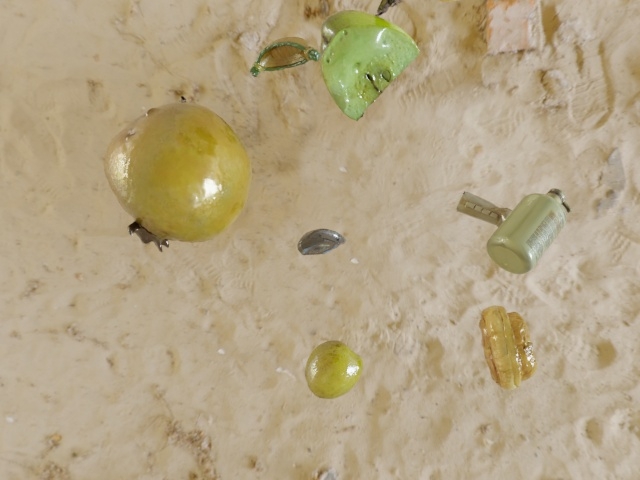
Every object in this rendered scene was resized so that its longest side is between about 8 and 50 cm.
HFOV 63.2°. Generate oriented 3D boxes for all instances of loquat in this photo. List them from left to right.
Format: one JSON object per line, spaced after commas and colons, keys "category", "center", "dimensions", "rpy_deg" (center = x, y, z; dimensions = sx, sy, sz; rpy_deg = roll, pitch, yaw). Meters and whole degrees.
{"category": "loquat", "center": [-0.229, -0.100, 0.839], "dimensions": [0.244, 0.244, 0.244], "rpy_deg": [0, 92, 7]}

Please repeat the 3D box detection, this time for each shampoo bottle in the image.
{"category": "shampoo bottle", "center": [0.338, -0.025, 0.828], "dimensions": [0.079, 0.079, 0.162], "rpy_deg": [43, 69, 4]}

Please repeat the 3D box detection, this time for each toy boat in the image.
{"category": "toy boat", "center": [-0.100, -0.523, 1.483], "dimensions": [0.229, 0.089, 0.088], "rpy_deg": [-5, 59, 29]}

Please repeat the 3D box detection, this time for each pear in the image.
{"category": "pear", "center": [0.033, 0.349, 1.413], "dimensions": [0.162, 0.149, 0.149], "rpy_deg": [-40, 87, -2]}
{"category": "pear", "center": [0.121, -0.655, 1.830], "dimensions": [0.318, 0.238, 0.342], "rpy_deg": [35, 112, -30]}

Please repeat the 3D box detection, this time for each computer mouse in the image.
{"category": "computer mouse", "center": [0.000, 0.000, 1.196], "dimensions": [0.079, 0.135, 0.047], "rpy_deg": [-32, 65, 40]}

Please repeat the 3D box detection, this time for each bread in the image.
{"category": "bread", "center": [0.522, 0.299, 1.468], "dimensions": [0.120, 0.198, 0.236], "rpy_deg": [-12, 82, 7]}

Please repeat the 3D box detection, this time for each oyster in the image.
{"category": "oyster", "center": [0.262, -0.871, 1.759], "dimensions": [0.100, 0.271, 0.275], "rpy_deg": [12, 130, -5]}

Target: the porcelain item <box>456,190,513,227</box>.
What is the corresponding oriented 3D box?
{"category": "porcelain item", "center": [0.417, -0.047, 1.179], "dimensions": [0.213, 0.084, 0.054], "rpy_deg": [28, 105, 23]}
